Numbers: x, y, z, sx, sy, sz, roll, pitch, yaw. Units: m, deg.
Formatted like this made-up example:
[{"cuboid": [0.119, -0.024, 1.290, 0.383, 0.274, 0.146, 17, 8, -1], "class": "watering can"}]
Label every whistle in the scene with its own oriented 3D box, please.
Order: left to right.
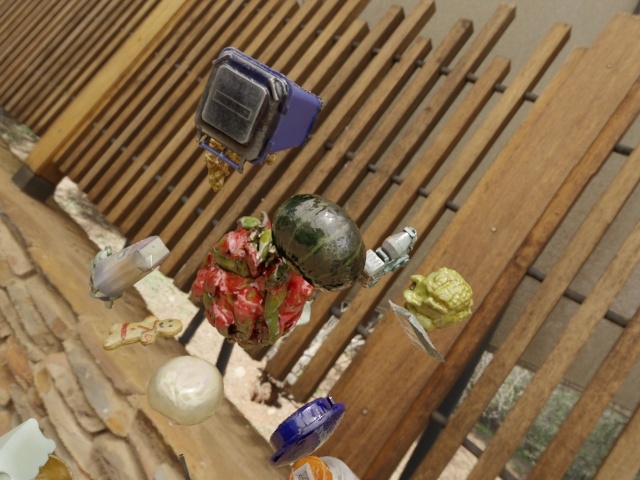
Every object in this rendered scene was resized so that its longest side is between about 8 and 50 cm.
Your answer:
[{"cuboid": [-0.581, 0.106, 1.191, 0.092, 0.245, 0.110, -3, 51, -30], "class": "whistle"}]

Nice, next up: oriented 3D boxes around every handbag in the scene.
[{"cuboid": [-0.460, 0.062, 1.039, 0.095, 0.173, 0.117, 57, 12, -11], "class": "handbag"}]

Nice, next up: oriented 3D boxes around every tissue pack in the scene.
[{"cuboid": [0.215, 0.206, 1.015, 0.123, 0.026, 0.193, 58, -4, -5], "class": "tissue pack"}]

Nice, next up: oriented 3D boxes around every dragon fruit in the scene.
[{"cuboid": [-0.126, 0.083, 0.867, 0.231, 0.237, 0.303, 47, -28, 2], "class": "dragon fruit"}]

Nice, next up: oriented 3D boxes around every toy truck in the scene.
[{"cuboid": [0.233, 0.052, 1.560, 0.108, 0.256, 0.140, 48, -27, 23], "class": "toy truck"}]

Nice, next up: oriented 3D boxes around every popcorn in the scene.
[{"cuboid": [0.393, 0.193, 1.454, 0.256, 0.254, 0.195, 95, -19, -69], "class": "popcorn"}]

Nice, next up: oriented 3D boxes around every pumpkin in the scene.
[{"cuboid": [-0.002, 0.002, 0.681, 0.167, 0.125, 0.167, 43, 4, -3], "class": "pumpkin"}]

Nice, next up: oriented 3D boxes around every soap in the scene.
[{"cuboid": [-0.658, 0.467, 0.806, 0.088, 0.265, 0.160, 58, -5, -11], "class": "soap"}]

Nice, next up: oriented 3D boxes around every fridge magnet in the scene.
[{"cuboid": [-0.041, 0.548, 1.257, 0.113, 0.265, 0.265, 49, -2, 23], "class": "fridge magnet"}]

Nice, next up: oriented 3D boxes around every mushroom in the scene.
[{"cuboid": [-0.436, 0.501, 1.422, 0.245, 0.203, 0.246, 15, 16, -4], "class": "mushroom"}]

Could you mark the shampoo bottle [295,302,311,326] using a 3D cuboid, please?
[{"cuboid": [-0.136, 0.219, 1.320, 0.134, 0.078, 0.359, 3, -11, -25], "class": "shampoo bottle"}]

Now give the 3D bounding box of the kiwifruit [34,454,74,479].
[{"cuboid": [-0.677, 0.591, 0.998, 0.196, 0.196, 0.234, 38, -20, -6], "class": "kiwifruit"}]

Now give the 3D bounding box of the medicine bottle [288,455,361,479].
[{"cuboid": [0.033, 0.617, 1.029, 0.157, 0.157, 0.289, 29, -23, 52], "class": "medicine bottle"}]

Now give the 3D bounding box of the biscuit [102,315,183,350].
[{"cuboid": [-0.564, 0.288, 1.404, 0.153, 0.234, 0.030, -118, -155, -62], "class": "biscuit"}]

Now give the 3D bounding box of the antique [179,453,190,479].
[{"cuboid": [-0.392, 0.736, 1.312, 0.031, 0.015, 0.192, -21, -96, 67], "class": "antique"}]

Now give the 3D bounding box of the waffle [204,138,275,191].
[{"cuboid": [-0.222, -0.293, 1.277, 0.069, 0.293, 0.260, 38, -42, 20], "class": "waffle"}]

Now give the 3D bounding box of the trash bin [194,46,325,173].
[{"cuboid": [-0.108, -0.239, 0.836, 0.162, 0.184, 0.234, 33, 22, 12], "class": "trash bin"}]
